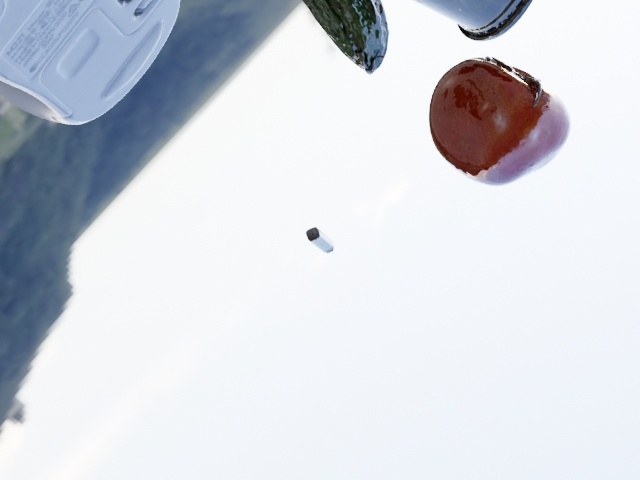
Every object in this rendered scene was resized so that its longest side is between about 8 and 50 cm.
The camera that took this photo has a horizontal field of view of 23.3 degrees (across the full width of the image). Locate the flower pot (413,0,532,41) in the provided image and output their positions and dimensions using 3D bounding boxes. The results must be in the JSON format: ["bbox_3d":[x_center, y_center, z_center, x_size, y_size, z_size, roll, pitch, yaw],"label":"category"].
[{"bbox_3d":[0.127,-0.269,1.410,0.157,0.107,0.157,-34,-131,52],"label":"flower pot"}]

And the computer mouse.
[{"bbox_3d":[-0.204,-0.195,1.121,0.184,0.121,0.297,-51,161,1],"label":"computer mouse"}]

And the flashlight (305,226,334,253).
[{"bbox_3d":[0.000,0.000,2.110,0.018,0.018,0.083,-21,163,9],"label":"flashlight"}]

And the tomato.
[{"bbox_3d":[0.229,-0.144,1.940,0.187,0.187,0.151,-114,-136,-76],"label":"tomato"}]

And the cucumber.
[{"bbox_3d":[-0.006,-0.290,1.561,0.077,0.265,0.077,-36,179,0],"label":"cucumber"}]
